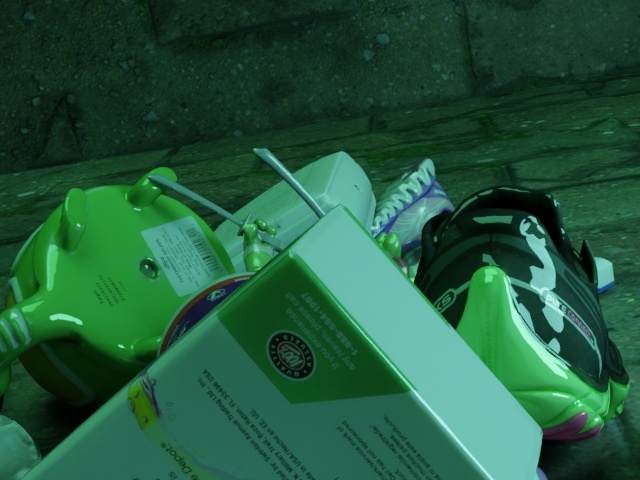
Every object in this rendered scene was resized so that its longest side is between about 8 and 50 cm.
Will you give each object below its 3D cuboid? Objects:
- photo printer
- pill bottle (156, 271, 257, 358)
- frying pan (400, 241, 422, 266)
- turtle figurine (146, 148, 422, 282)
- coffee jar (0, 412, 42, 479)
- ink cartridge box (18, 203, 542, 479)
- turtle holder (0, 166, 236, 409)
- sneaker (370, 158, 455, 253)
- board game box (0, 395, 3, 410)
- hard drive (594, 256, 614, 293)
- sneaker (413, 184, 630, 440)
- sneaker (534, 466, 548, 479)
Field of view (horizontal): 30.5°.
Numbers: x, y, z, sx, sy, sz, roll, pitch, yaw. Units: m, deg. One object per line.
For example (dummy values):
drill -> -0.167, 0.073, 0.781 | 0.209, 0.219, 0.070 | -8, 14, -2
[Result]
photo printer -> -0.049, -0.003, 1.558 | 0.256, 0.107, 0.307 | -33, 11, 13
pill bottle -> -0.028, 0.145, 0.994 | 0.181, 0.182, 0.323 | -14, 16, -15
frying pan -> 0.179, 0.007, 1.454 | 0.197, 0.053, 0.326 | -12, 13, -6
turtle figurine -> 0.000, 0.000, 1.251 | 0.266, 0.275, 0.198 | -4, -25, -38
coffee jar -> -0.283, 0.221, 0.912 | 0.079, 0.184, 0.096 | 41, 40, 17
ink cartridge box -> -0.033, 0.146, 0.748 | 0.278, 0.201, 0.117 | -40, 2, 23
turtle holder -> -0.240, 0.091, 1.293 | 0.227, 0.243, 0.320 | -40, 19, 39
sneaker -> 0.110, -0.010, 1.646 | 0.236, 0.104, 0.095 | -46, 10, -31
board game box -> -0.482, 0.205, 1.300 | 0.242, 0.064, 0.316 | -13, 15, -10
hard drive -> 0.163, 0.078, 1.383 | 0.318, 0.040, 0.210 | -21, 19, -36
sneaker -> 0.180, 0.057, 1.018 | 0.185, 0.202, 0.483 | 0, -3, 9
sneaker -> 0.090, 0.223, 0.759 | 0.152, 0.114, 0.305 | -9, 15, 1
